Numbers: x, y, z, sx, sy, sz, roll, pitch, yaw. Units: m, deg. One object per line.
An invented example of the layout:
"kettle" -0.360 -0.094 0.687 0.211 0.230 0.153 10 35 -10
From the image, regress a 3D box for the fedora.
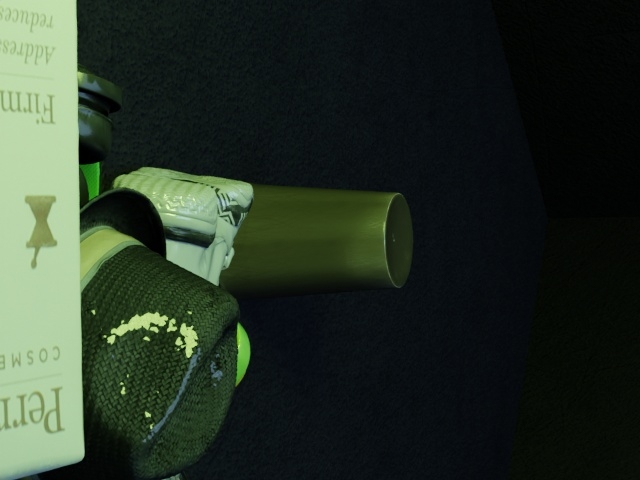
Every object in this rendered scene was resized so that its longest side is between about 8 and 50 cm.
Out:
"fedora" -0.167 0.118 1.317 0.334 0.152 0.334 14 90 -76

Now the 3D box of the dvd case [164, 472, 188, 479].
"dvd case" -0.218 0.286 1.678 0.253 0.022 0.180 70 27 -42

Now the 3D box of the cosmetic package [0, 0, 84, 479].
"cosmetic package" -0.359 -0.050 0.832 0.329 0.327 0.393 -4 94 -63

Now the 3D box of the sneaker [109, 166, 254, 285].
"sneaker" -0.169 0.031 1.651 0.366 0.137 0.210 -38 138 -83

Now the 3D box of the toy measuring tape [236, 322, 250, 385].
"toy measuring tape" -0.141 0.186 1.702 0.121 0.121 0.330 51 35 -59

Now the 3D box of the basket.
"basket" 0.000 0.000 1.975 0.204 0.227 0.154 -53 139 -59

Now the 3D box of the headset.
"headset" -0.296 -0.085 1.377 0.394 0.185 0.243 89 9 -51
